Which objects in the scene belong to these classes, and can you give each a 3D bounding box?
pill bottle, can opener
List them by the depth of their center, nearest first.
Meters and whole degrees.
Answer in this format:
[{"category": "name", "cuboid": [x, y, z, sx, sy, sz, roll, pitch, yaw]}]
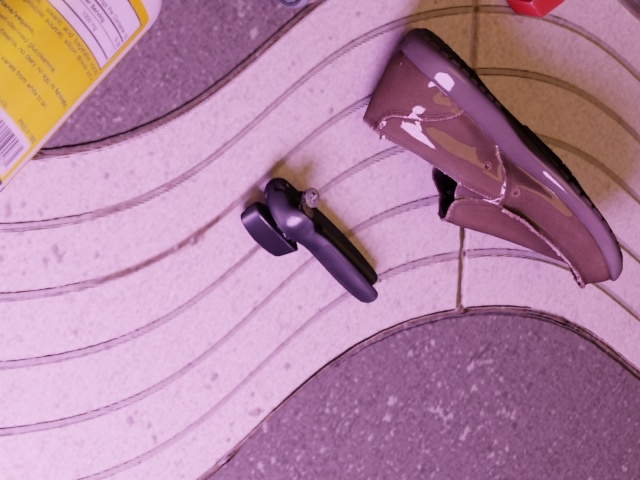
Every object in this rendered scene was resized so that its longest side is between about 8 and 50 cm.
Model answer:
[{"category": "pill bottle", "cuboid": [-0.257, -0.195, 1.455, 0.334, 0.188, 0.188, -50, 122, -14]}, {"category": "can opener", "cuboid": [0.000, 0.000, 1.757, 0.186, 0.073, 0.059, 37, 43, -36]}]

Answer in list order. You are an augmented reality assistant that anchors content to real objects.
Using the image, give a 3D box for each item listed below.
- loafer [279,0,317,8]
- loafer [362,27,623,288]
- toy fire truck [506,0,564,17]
[{"category": "loafer", "cuboid": [-0.005, -0.357, 1.633, 0.084, 0.096, 0.268, -13, 107, -35]}, {"category": "loafer", "cuboid": [0.178, -0.067, 1.817, 0.130, 0.134, 0.366, -42, 113, 11]}, {"category": "toy fire truck", "cuboid": [0.249, -0.346, 1.819, 0.192, 0.047, 0.135, -49, 123, -13]}]
